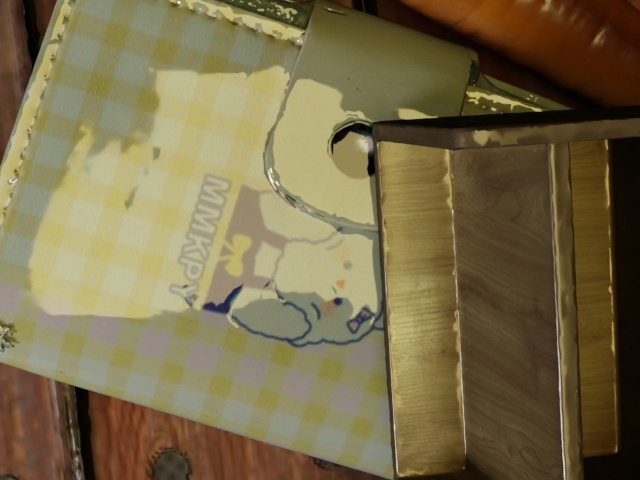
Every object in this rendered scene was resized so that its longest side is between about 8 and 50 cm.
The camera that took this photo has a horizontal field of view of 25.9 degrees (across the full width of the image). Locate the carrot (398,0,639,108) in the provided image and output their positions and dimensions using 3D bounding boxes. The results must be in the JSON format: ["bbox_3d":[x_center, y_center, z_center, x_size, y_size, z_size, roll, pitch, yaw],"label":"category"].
[{"bbox_3d":[0.139,-0.091,0.686,0.336,0.069,0.069,31,91,-15],"label":"carrot"}]

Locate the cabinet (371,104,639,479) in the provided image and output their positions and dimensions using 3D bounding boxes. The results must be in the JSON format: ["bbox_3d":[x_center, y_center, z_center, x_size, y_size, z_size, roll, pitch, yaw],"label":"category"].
[{"bbox_3d":[0.147,0.029,0.582,0.215,0.148,0.175,-5,97,-10],"label":"cabinet"}]

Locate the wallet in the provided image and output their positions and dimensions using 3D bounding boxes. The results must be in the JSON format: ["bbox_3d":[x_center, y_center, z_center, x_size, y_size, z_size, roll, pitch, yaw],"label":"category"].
[{"bbox_3d":[0.000,0.000,0.674,0.309,0.077,0.223,19,97,-9],"label":"wallet"}]
